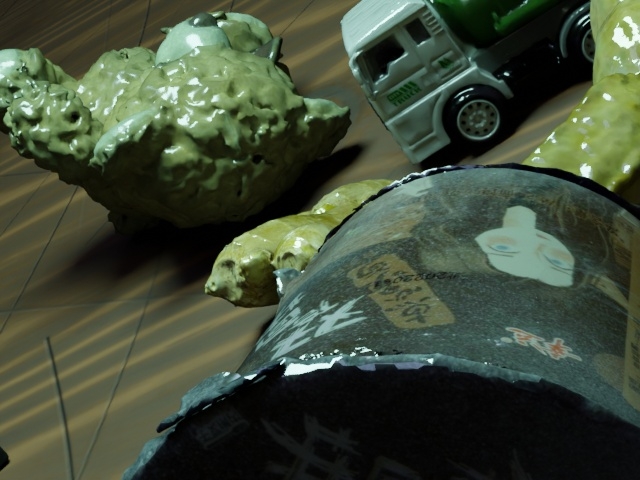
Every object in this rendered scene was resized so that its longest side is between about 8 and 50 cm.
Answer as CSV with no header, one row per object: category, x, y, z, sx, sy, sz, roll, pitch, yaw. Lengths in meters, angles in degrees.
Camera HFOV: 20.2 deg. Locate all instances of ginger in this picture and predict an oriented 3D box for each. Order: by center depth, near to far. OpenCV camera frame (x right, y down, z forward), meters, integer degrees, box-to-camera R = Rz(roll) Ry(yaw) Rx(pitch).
ginger,0.000,0.000,1.020,0.176,0.052,0.193,-30,5,-32

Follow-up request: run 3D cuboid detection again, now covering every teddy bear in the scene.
teddy bear,-0.107,-0.083,1.287,0.267,0.156,0.256,-13,6,-26

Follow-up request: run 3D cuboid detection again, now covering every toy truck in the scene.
toy truck,0.127,-0.158,1.122,0.242,0.125,0.101,-33,22,11

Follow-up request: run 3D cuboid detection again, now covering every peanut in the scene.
peanut,0.184,-0.102,0.968,0.089,0.089,0.193,-30,22,16

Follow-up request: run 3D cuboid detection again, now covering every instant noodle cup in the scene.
instant noodle cup,0.051,0.088,0.625,0.217,0.217,0.207,-27,16,23

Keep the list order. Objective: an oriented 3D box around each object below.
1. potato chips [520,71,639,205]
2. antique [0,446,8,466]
potato chips,0.042,0.066,0.803,0.407,0.057,0.080,-48,-20,-13
antique,-0.280,0.195,1.154,0.192,0.015,0.031,-41,21,-13
